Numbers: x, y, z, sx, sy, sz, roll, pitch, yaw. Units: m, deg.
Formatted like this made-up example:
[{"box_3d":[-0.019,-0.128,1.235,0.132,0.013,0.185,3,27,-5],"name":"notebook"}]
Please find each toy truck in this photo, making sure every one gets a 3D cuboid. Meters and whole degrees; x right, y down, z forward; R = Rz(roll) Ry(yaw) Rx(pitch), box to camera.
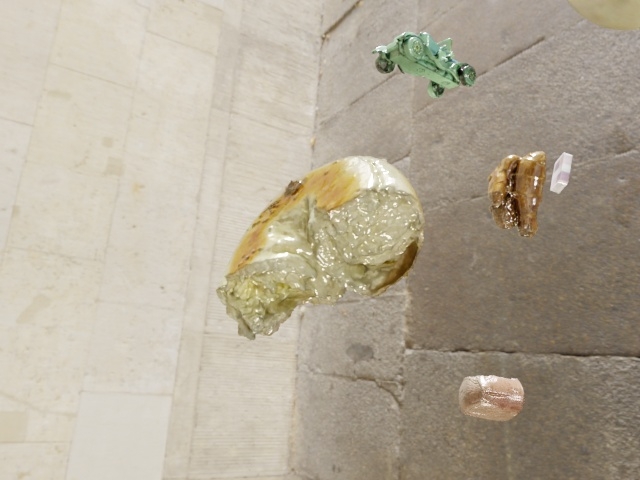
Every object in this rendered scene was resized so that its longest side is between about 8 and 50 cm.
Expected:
[{"box_3d":[0.158,-0.275,0.736,0.080,0.154,0.078,-1,80,57],"name":"toy truck"}]

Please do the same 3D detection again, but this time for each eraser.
[{"box_3d":[0.684,-0.192,1.405,0.065,0.026,0.105,100,-169,-65],"name":"eraser"}]

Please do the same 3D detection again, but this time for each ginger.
[{"box_3d":[0.358,-0.088,0.917,0.103,0.073,0.162,7,87,25],"name":"ginger"}]

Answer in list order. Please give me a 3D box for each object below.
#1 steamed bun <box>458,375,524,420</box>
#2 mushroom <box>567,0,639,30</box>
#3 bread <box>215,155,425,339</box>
[{"box_3d":[0.440,0.405,1.298,0.175,0.145,0.106,104,178,-60],"name":"steamed bun"},{"box_3d":[0.392,-0.372,0.566,0.246,0.202,0.246,176,90,-71],"name":"mushroom"},{"box_3d":[-0.003,0.000,0.718,0.314,0.171,0.192,-36,33,16],"name":"bread"}]
